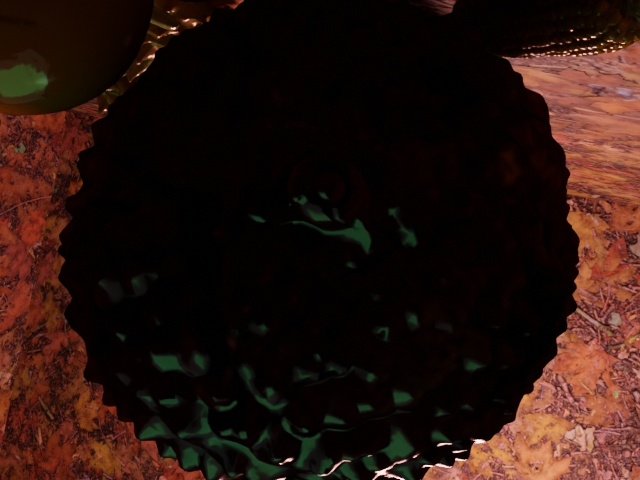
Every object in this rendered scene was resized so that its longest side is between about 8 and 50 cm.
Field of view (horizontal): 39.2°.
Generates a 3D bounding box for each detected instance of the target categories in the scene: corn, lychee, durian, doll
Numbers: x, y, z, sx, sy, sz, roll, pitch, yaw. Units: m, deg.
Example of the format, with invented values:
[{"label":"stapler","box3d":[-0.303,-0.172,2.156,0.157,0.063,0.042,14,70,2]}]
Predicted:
[{"label":"corn","box3d":[0.178,-0.177,0.712,0.068,0.068,0.207,11,-179,-32]},{"label":"lychee","box3d":[0.000,0.000,0.726,0.425,0.424,0.500,12,165,-2]},{"label":"durian","box3d":[-0.174,-0.221,0.971,0.196,0.185,0.305,-10,170,40]},{"label":"doll","box3d":[-0.232,-0.204,0.721,0.213,0.213,0.236,12,-165,1]}]

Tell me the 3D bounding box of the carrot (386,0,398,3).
[{"label":"carrot","box3d":[-0.032,-0.232,0.801,0.210,0.061,0.061,16,179,-23]}]
